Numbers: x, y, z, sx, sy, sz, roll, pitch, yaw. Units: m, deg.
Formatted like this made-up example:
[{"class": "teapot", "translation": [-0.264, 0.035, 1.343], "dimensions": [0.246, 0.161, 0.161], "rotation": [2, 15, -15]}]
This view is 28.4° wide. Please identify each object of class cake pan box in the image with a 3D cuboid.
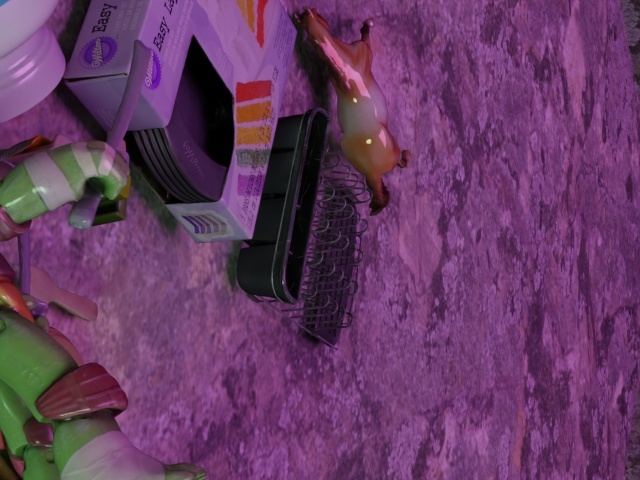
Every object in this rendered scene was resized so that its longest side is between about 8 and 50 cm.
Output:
[{"class": "cake pan box", "translation": [-0.113, -0.162, 1.122], "dimensions": [0.245, 0.070, 0.266], "rotation": [55, 38, -48]}]

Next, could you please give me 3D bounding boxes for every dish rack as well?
[{"class": "dish rack", "translation": [0.000, 0.000, 1.378], "dimensions": [0.271, 0.074, 0.208], "rotation": [43, 54, -58]}]

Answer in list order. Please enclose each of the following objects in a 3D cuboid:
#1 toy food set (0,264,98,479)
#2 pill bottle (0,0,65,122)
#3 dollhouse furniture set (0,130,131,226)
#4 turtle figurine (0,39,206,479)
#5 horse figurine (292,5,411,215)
[{"class": "toy food set", "translation": [-0.220, 0.126, 0.970], "dimensions": [0.132, 0.039, 0.192], "rotation": [44, 46, -66]}, {"class": "pill bottle", "translation": [-0.248, -0.197, 0.759], "dimensions": [0.146, 0.146, 0.264], "rotation": [-64, 145, -41]}, {"class": "dollhouse furniture set", "translation": [-0.196, -0.063, 0.970], "dimensions": [0.152, 0.076, 0.058], "rotation": [37, 45, -62]}, {"class": "turtle figurine", "translation": [-0.147, 0.034, 0.747], "dimensions": [0.266, 0.198, 0.275], "rotation": [60, 23, 8]}, {"class": "horse figurine", "translation": [0.050, -0.151, 1.467], "dimensions": [0.174, 0.066, 0.263], "rotation": [-44, 122, -70]}]
